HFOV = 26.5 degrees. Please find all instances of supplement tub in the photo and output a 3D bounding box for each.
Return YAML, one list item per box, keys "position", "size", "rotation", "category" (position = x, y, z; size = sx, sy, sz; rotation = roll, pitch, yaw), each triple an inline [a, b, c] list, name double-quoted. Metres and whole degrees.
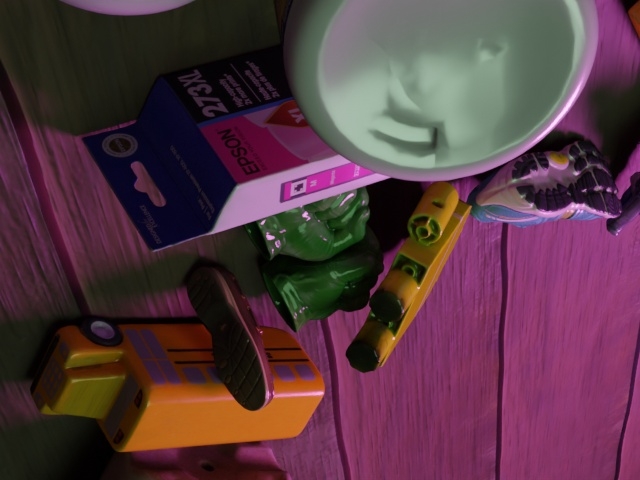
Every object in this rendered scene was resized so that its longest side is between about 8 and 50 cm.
- position: [0.077, -0.231, 1.136]
  size: [0.241, 0.331, 0.241]
  rotation: [-4, 128, -5]
  category: "supplement tub"

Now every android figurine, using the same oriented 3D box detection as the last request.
- position: [0.109, 0.040, 1.648]
  size: [0.273, 0.056, 0.248]
  rotation: [-54, 168, -51]
  category: "android figurine"

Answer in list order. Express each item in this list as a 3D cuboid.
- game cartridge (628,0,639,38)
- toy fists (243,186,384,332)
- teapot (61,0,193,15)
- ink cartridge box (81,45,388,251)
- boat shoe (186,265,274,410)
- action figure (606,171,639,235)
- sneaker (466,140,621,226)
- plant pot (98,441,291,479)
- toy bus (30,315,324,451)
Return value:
- position: [0.543, -0.321, 1.690]
  size: [0.324, 0.052, 0.285]
  rotation: [-39, 151, 8]
  category: "game cartridge"
- position: [0.000, 0.000, 1.585]
  size: [0.142, 0.096, 0.279]
  rotation: [-32, 143, -11]
  category: "toy fists"
- position: [-0.170, -0.292, 1.048]
  size: [0.256, 0.187, 0.252]
  rotation: [41, 81, -28]
  category: "teapot"
- position: [-0.033, -0.115, 1.355]
  size: [0.371, 0.175, 0.069]
  rotation: [-20, 141, -21]
  category: "ink cartridge box"
- position: [-0.092, 0.109, 1.571]
  size: [0.064, 0.178, 0.060]
  rotation: [-33, 165, 33]
  category: "boat shoe"
- position: [0.558, -0.107, 1.818]
  size: [0.330, 0.178, 0.341]
  rotation: [-38, 167, -41]
  category: "action figure"
- position: [0.297, -0.066, 1.777]
  size: [0.275, 0.107, 0.110]
  rotation: [-1, 161, -45]
  category: "sneaker"
- position: [-0.191, 0.397, 1.723]
  size: [0.334, 0.334, 0.305]
  rotation: [3, 118, -42]
  category: "plant pot"
- position: [-0.166, 0.171, 1.610]
  size: [0.333, 0.130, 0.108]
  rotation: [2, 129, -42]
  category: "toy bus"
